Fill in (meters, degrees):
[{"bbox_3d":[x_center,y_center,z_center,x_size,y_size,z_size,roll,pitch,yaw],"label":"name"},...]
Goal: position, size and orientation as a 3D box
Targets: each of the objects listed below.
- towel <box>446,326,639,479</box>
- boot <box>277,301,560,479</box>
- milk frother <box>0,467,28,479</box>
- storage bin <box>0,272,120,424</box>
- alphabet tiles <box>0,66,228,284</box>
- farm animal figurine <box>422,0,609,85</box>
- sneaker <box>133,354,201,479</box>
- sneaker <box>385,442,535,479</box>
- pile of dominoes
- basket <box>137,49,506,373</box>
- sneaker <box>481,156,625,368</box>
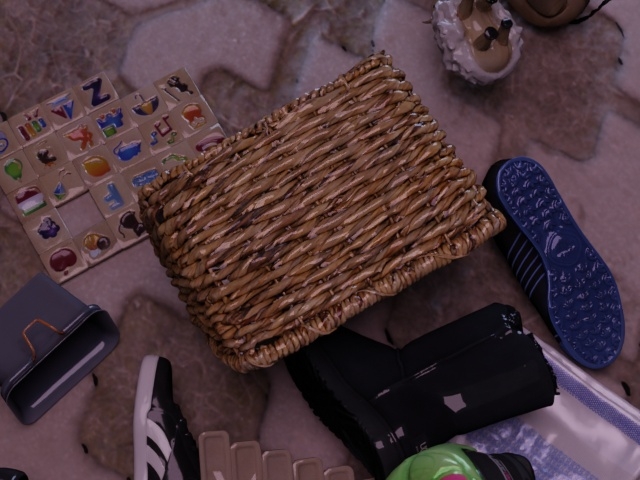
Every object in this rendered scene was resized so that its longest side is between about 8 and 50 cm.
[{"bbox_3d":[0.186,0.239,1.738,0.209,0.034,0.285,38,74,15],"label":"towel"},{"bbox_3d":[0.093,0.118,1.741,0.207,0.094,0.246,-24,41,-19],"label":"boot"},{"bbox_3d":[-0.345,0.286,1.679,0.143,0.135,0.129,-2,38,-2],"label":"milk frother"},{"bbox_3d":[-0.288,0.100,1.779,0.091,0.098,0.135,39,74,26],"label":"storage bin"},{"bbox_3d":[-0.222,-0.087,1.890,0.237,0.009,0.198,-28,70,-9],"label":"alphabet tiles"},{"bbox_3d":[0.191,-0.359,1.911,0.330,0.172,0.327,-33,83,-19],"label":"farm animal figurine"},{"bbox_3d":[-0.123,0.221,1.736,0.121,0.079,0.217,1,77,-2],"label":"sneaker"},{"bbox_3d":[0.214,0.400,1.555,0.202,0.185,0.483,-11,80,-48],"label":"sneaker"},{"bbox_3d":[-0.027,0.301,1.682,0.251,0.040,0.196,17,84,-12],"label":"pile of dominoes"},{"bbox_3d":[0.000,0.000,1.741,0.299,0.213,0.223,-31,74,-11],"label":"basket"},{"bbox_3d":[0.236,0.022,1.803,0.081,0.090,0.232,-24,91,-9],"label":"sneaker"}]
